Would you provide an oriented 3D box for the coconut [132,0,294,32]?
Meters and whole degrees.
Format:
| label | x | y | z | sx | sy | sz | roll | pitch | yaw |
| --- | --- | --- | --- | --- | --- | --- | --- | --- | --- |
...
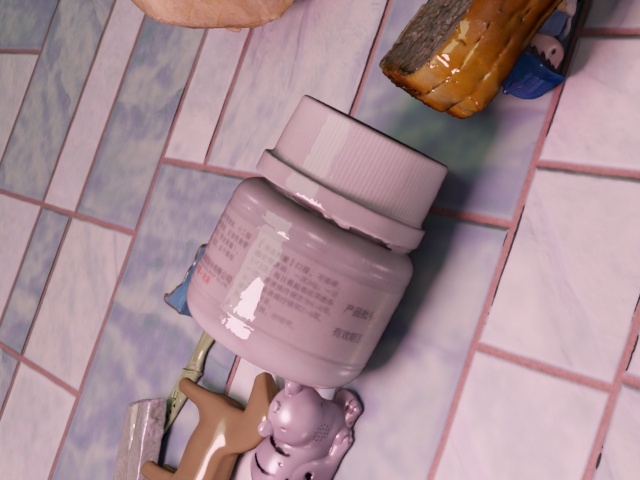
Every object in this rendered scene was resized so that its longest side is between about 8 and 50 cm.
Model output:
| label | x | y | z | sx | sy | sz | roll | pitch | yaw |
| --- | --- | --- | --- | --- | --- | --- | --- | --- | --- |
| coconut | -0.163 | -0.508 | 1.703 | 0.404 | 0.405 | 0.404 | -26 | 54 | 42 |

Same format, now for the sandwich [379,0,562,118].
| label | x | y | z | sx | sy | sz | roll | pitch | yaw |
| --- | --- | --- | --- | --- | --- | --- | --- | --- | --- |
| sandwich | 0.197 | -0.285 | 1.240 | 0.301 | 0.099 | 0.271 | -54 | 10 | 5 |

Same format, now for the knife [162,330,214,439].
| label | x | y | z | sx | sy | sz | roll | pitch | yaw |
| --- | --- | --- | --- | --- | --- | --- | --- | --- | --- |
| knife | -0.191 | 0.190 | 1.652 | 0.293 | 0.020 | 0.043 | -60 | 39 | 13 |

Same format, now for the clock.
| label | x | y | z | sx | sy | sz | roll | pitch | yaw |
| --- | --- | --- | --- | --- | --- | --- | --- | --- | --- |
| clock | -0.037 | 0.256 | 1.352 | 0.080 | 0.117 | 0.176 | 40 | 105 | 52 |

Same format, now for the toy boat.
| label | x | y | z | sx | sy | sz | roll | pitch | yaw |
| --- | --- | --- | --- | --- | --- | --- | --- | --- | --- |
| toy boat | -0.167 | 0.036 | 1.650 | 0.185 | 0.075 | 0.077 | -51 | 49 | 17 |

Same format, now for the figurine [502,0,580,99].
| label | x | y | z | sx | sy | sz | roll | pitch | yaw |
| --- | --- | --- | --- | --- | --- | --- | --- | --- | --- |
| figurine | 0.259 | -0.238 | 1.260 | 0.087 | 0.086 | 0.149 | 16 | 81 | 26 |

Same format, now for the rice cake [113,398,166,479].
| label | x | y | z | sx | sy | sz | roll | pitch | yaw |
| --- | --- | --- | --- | --- | --- | --- | --- | --- | --- |
| rice cake | -0.283 | 0.352 | 1.657 | 0.085 | 0.040 | 0.226 | 0 | 79 | 50 |

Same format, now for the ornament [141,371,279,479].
| label | x | y | z | sx | sy | sz | roll | pitch | yaw |
| --- | --- | --- | --- | --- | --- | --- | --- | --- | --- |
| ornament | -0.144 | 0.278 | 1.519 | 0.245 | 0.061 | 0.230 | 20 | 86 | 54 |

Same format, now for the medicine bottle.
| label | x | y | z | sx | sy | sz | roll | pitch | yaw |
| --- | --- | --- | --- | --- | --- | --- | --- | --- | --- |
| medicine bottle | 0.000 | 0.000 | 1.325 | 0.245 | 0.245 | 0.306 | 38 | 102 | 52 |
